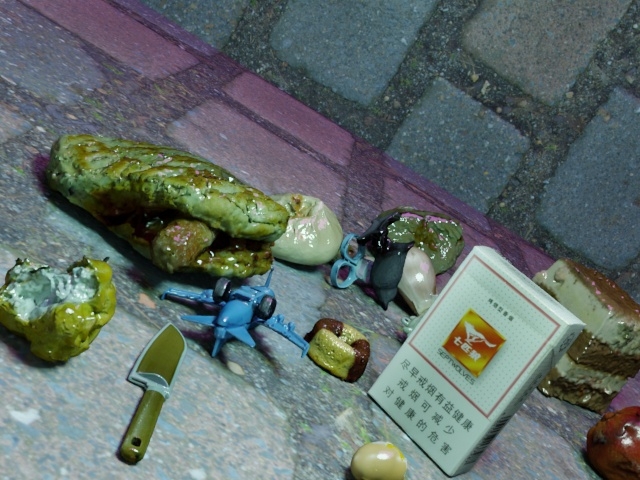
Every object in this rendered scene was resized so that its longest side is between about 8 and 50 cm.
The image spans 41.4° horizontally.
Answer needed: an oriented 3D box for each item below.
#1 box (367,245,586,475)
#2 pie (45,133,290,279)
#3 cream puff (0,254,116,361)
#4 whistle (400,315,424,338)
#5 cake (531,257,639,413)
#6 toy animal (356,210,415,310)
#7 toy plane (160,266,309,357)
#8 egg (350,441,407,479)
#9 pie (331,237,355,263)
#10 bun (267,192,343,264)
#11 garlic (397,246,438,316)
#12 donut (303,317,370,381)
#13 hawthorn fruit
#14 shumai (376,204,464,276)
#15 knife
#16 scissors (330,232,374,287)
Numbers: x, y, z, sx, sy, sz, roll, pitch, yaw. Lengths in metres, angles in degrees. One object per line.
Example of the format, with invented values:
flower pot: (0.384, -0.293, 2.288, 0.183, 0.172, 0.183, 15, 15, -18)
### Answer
box: (0.257, 0.202, 1.427, 0.210, 0.330, 0.095, 43, 19, 30)
pie: (-0.272, -0.083, 1.553, 0.418, 0.180, 0.395, 33, 15, 30)
cream puff: (-0.335, 0.088, 1.079, 0.156, 0.156, 0.121, 41, -23, 27)
whistle: (0.276, 0.235, 1.781, 0.253, 0.105, 0.101, 36, 58, 7)
cake: (0.650, 0.237, 2.123, 0.256, 0.290, 0.282, 19, 25, -35)
toy animal: (0.166, 0.051, 1.903, 0.117, 0.210, 0.121, -4, 25, 21)
toy plane: (-0.124, 0.115, 1.399, 0.254, 0.105, 0.271, 21, 19, 10)
egg: (0.082, 0.325, 1.221, 0.083, 0.071, 0.071, 21, 20, -31)
pie: (0.000, 0.000, 2.032, 0.187, 0.041, 0.187, 30, 18, -10)
bun: (-0.051, -0.040, 1.860, 0.223, 0.127, 0.222, 19, 23, -8)
garlic: (0.214, 0.079, 2.046, 0.129, 0.148, 0.266, 18, 21, -9)
donut: (0.036, 0.194, 1.533, 0.141, 0.059, 0.140, 27, 15, -8)
hawthorn fruit: (0.647, 0.441, 1.772, 0.174, 0.178, 0.173, -6, 3, 0)
shumai: (0.243, 0.002, 2.304, 0.256, 0.189, 0.218, 11, 5, -17)
knife: (-0.225, 0.186, 1.135, 0.061, 0.027, 0.343, 26, 17, -7)
scissors: (0.102, 0.068, 1.950, 0.030, 0.125, 0.256, 18, -6, 32)
